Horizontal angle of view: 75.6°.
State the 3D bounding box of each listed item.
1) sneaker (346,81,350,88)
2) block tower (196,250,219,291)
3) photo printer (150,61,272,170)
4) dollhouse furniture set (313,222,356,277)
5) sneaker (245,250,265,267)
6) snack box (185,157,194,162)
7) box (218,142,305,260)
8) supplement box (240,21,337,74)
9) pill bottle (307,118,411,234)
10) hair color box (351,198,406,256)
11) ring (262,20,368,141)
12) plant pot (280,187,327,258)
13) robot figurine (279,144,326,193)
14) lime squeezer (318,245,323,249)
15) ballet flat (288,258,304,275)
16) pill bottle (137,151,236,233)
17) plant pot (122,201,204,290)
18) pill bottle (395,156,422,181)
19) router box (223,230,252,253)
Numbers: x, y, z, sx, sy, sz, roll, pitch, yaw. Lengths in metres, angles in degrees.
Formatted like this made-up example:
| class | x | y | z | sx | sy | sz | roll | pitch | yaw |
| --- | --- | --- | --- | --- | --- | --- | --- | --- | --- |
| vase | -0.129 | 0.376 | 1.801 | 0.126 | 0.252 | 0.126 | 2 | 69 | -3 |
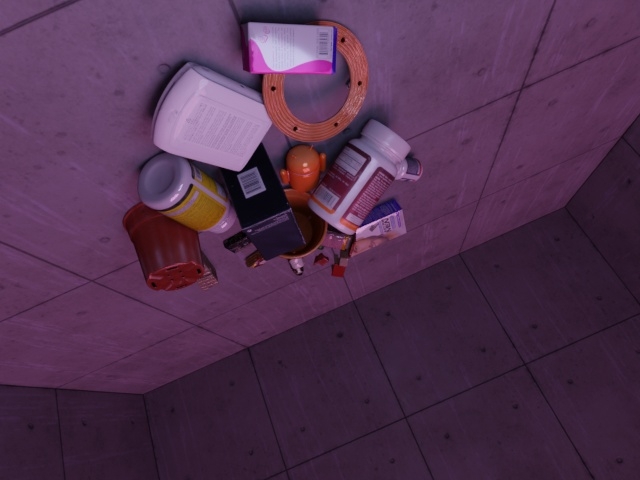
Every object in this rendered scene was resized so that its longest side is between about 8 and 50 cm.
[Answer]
| class | x | y | z | sx | sy | sz | roll | pitch | yaw |
| --- | --- | --- | --- | --- | --- | --- | --- | --- | --- |
| sneaker | 0.116 | -0.498 | 1.353 | 0.037 | 0.032 | 0.083 | -23 | 154 | 33 |
| block tower | -0.562 | 0.131 | 1.930 | 0.097 | 0.091 | 0.335 | -19 | 156 | -9 |
| photo printer | -0.304 | -0.339 | 1.163 | 0.307 | 0.107 | 0.256 | 7 | 129 | -48 |
| dollhouse furniture set | 0.053 | 0.062 | 2.093 | 0.201 | 0.152 | 0.374 | 9 | 136 | -2 |
| sneaker | -0.294 | 0.082 | 2.112 | 0.185 | 0.070 | 0.084 | -26 | 165 | 19 |
| snack box | -0.358 | -0.309 | 1.311 | 0.178 | 0.022 | 0.064 | -27 | 153 | 5 |
| box | -0.204 | -0.127 | 1.483 | 0.182 | 0.296 | 0.294 | -24 | 155 | -1 |
| supplement box | -0.081 | -0.479 | 1.035 | 0.220 | 0.114 | 0.111 | -7 | 117 | -19 |
| pill bottle | 0.145 | -0.237 | 1.550 | 0.392 | 0.224 | 0.224 | -54 | 148 | 10 |
| hair color box | 0.278 | -0.064 | 2.206 | 0.338 | 0.110 | 0.185 | -23 | 135 | 1 |
| ring | -0.011 | -0.451 | 1.197 | 0.336 | 0.032 | 0.337 | -17 | 129 | -21 |
| plant pot | -0.123 | -0.056 | 1.762 | 0.290 | 0.291 | 0.203 | -20 | 173 | -8 |
| robot figurine | -0.062 | -0.268 | 1.535 | 0.158 | 0.128 | 0.219 | 10 | 154 | 4 |
| lime squeezer | 0.000 | 0.000 | 2.234 | 0.110 | 0.058 | 0.310 | -54 | 154 | -7 |
| ballet flat | -0.128 | 0.121 | 2.289 | 0.095 | 0.096 | 0.280 | -21 | 155 | -4 |
| pill bottle | -0.428 | -0.140 | 1.388 | 0.187 | 0.188 | 0.334 | -28 | 155 | 10 |
| plant pot | -0.557 | 0.026 | 1.514 | 0.272 | 0.265 | 0.272 | -19 | 155 | -9 |
| pill bottle | 0.358 | -0.320 | 1.824 | 0.180 | 0.108 | 0.108 | 0 | 146 | -42 |
| router box | -0.374 | 0.006 | 1.909 | 0.122 | 0.038 | 0.092 | -27 | 155 | 8 |
